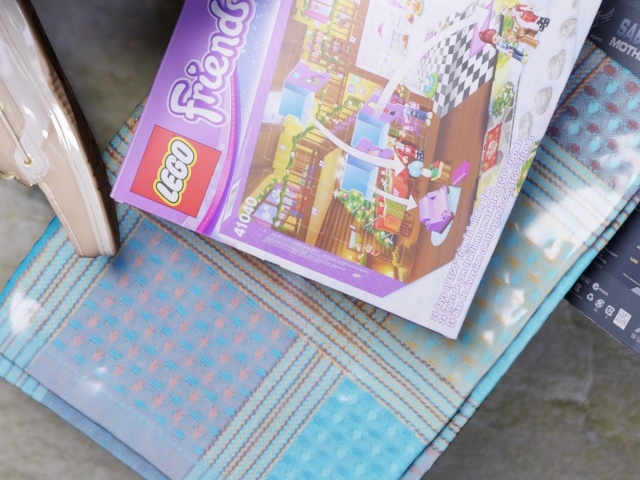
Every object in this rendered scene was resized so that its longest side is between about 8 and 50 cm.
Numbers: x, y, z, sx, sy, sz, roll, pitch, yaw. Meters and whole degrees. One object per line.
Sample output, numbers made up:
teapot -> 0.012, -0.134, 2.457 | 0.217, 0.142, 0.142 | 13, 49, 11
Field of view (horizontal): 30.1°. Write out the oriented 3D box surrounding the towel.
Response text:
towel -> 0.000, 0.000, 0.697 | 0.271, 0.040, 0.370 | 37, 99, -1

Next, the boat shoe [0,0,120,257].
boat shoe -> -0.161, -0.063, 0.646 | 0.059, 0.063, 0.170 | -22, 104, -1

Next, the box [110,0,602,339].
box -> 0.036, -0.120, 0.635 | 0.201, 0.057, 0.293 | 23, 97, 0

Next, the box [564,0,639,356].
box -> 0.200, -0.043, 0.734 | 0.059, 0.233, 0.183 | 10, 112, -44
